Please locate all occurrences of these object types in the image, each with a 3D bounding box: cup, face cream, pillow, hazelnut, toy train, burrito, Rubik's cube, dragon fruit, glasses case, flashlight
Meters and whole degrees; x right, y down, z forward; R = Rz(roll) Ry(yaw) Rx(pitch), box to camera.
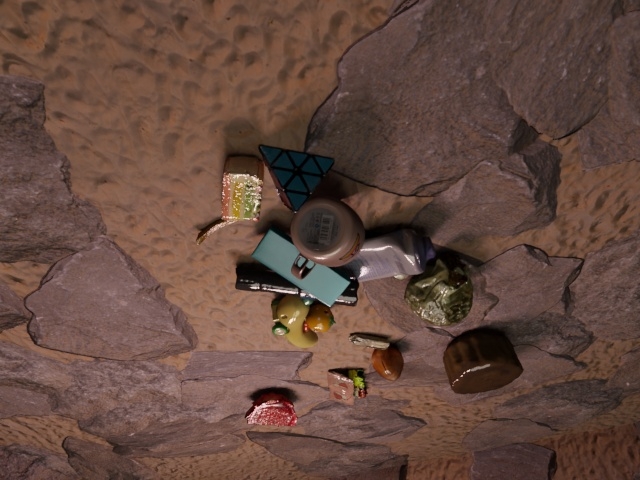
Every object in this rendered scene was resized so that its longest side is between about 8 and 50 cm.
[{"bbox_3d":[0.000,0.000,1.213,0.252,0.191,0.200,-53,169,3],"label":"cup"},{"bbox_3d":[0.169,0.071,1.455,0.421,0.137,0.234,-14,140,19],"label":"face cream"},{"bbox_3d":[0.102,0.714,2.115,0.135,0.049,0.248,14,136,20],"label":"pillow"},{"bbox_3d":[0.293,0.544,1.923,0.150,0.150,0.150,-4,136,-3],"label":"hazelnut"},{"bbox_3d":[0.184,0.706,2.143,0.085,0.053,0.249,-3,137,10],"label":"toy train"},{"bbox_3d":[0.205,0.432,1.869,0.188,0.045,0.058,12,107,-16],"label":"burrito"},{"bbox_3d":[-0.044,-0.175,1.217,0.178,0.211,0.190,-26,170,-9],"label":"Rubik's cube"},{"bbox_3d":[-0.247,0.827,2.155,0.262,0.162,0.189,8,168,-20],"label":"dragon fruit"},{"bbox_3d":[-0.058,0.078,1.372,0.301,0.070,0.117,34,109,-10],"label":"glasses case"},{"bbox_3d":[-0.080,0.151,1.476,0.424,0.103,0.103,7,135,1],"label":"flashlight"}]

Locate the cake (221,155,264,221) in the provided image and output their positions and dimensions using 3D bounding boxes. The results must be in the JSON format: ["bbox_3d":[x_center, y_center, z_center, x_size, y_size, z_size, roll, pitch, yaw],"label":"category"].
[{"bbox_3d":[-0.217,-0.140,1.217,0.110,0.090,0.225,3,147,-11],"label":"cake"}]

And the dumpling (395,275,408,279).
[{"bbox_3d":[0.284,0.108,1.548,0.077,0.043,0.059,25,114,-7],"label":"dumpling"}]

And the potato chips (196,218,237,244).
[{"bbox_3d":[-0.295,-0.048,1.323,0.204,0.037,0.026,-27,142,12],"label":"potato chips"}]

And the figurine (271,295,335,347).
[{"bbox_3d":[-0.058,0.302,1.654,0.222,0.124,0.324,-17,138,6],"label":"figurine"}]

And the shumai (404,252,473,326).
[{"bbox_3d":[0.436,0.170,1.526,0.256,0.189,0.218,-2,138,-12],"label":"shumai"}]

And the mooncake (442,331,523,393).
[{"bbox_3d":[0.709,0.542,1.943,0.324,0.187,0.324,-5,138,-4],"label":"mooncake"}]
